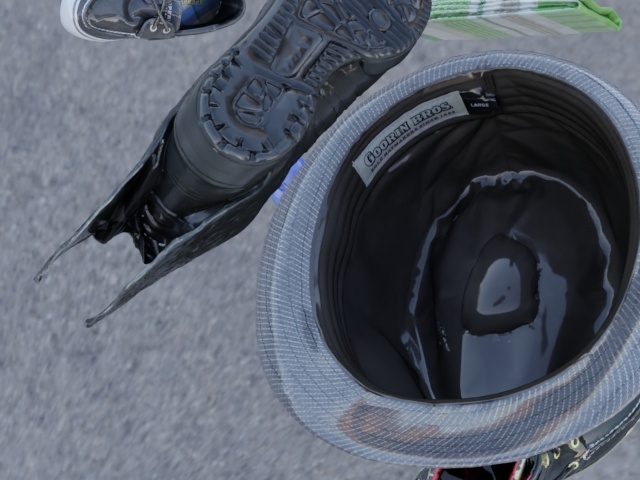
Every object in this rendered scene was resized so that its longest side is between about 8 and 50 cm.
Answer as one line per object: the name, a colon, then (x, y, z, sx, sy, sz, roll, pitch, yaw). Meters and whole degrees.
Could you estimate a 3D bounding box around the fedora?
fedora: (0.094, 0.027, 0.741, 0.243, 0.124, 0.275, -9, 54, 17)

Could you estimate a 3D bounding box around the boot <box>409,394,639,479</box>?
boot: (0.182, 0.167, 1.075, 0.236, 0.178, 0.085, -29, 79, -3)

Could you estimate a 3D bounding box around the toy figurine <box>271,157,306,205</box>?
toy figurine: (0.000, 0.000, 1.706, 0.217, 0.191, 0.362, 32, 21, -45)

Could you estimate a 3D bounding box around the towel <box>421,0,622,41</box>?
towel: (0.131, -0.165, 0.946, 0.113, 0.152, 0.023, -4, 94, -63)

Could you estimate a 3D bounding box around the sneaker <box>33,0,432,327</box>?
sneaker: (-0.027, -0.042, 0.470, 0.051, 0.089, 0.170, 43, 46, -2)

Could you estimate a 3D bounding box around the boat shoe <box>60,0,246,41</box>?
boat shoe: (-0.172, -0.250, 1.409, 0.228, 0.076, 0.080, -10, 113, -49)
